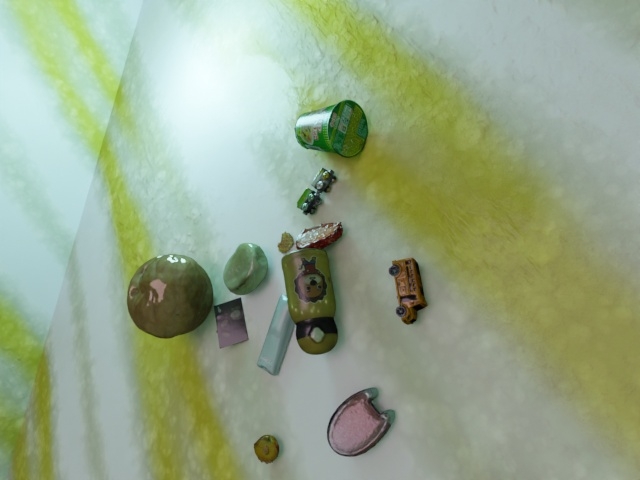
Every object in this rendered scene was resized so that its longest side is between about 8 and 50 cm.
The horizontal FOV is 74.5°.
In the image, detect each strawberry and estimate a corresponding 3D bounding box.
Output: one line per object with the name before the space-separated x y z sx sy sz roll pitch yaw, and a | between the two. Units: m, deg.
strawberry | 0.000 0.000 1.539 0.188 0.082 0.121 -18 34 10

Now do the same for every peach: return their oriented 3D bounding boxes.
peach | -0.183 0.729 1.480 0.098 0.061 0.098 4 103 19

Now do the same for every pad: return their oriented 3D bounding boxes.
pad | -0.374 0.341 1.749 0.127 0.004 0.190 -19 63 5

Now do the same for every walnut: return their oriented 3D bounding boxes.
walnut | -0.644 0.240 1.822 0.381 0.381 0.381 -12 69 35

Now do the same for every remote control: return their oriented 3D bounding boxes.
remote control | -0.163 0.352 1.586 0.103 0.051 0.293 16 87 39

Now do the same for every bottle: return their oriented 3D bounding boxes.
bottle | -0.028 0.214 1.452 0.172 0.171 0.351 -25 65 30

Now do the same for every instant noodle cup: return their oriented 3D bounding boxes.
instant noodle cup | 0.029 -0.415 1.595 0.233 0.207 0.207 12 84 48

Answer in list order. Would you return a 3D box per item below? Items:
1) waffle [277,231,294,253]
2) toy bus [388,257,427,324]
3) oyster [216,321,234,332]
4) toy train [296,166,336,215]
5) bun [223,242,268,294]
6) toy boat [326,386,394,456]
waffle | -0.142 0.011 1.696 0.078 0.016 0.085 40 102 39
toy bus | 0.272 0.155 1.288 0.088 0.083 0.194 -16 65 23
oyster | -0.395 0.374 1.780 0.083 0.038 0.080 31 107 14
toy train | -0.017 -0.192 1.633 0.202 0.060 0.081 -56 46 8
bun | -0.298 0.118 1.727 0.221 0.108 0.221 -21 58 38
toy boat | 0.120 0.565 1.297 0.227 0.085 0.155 -44 62 5
